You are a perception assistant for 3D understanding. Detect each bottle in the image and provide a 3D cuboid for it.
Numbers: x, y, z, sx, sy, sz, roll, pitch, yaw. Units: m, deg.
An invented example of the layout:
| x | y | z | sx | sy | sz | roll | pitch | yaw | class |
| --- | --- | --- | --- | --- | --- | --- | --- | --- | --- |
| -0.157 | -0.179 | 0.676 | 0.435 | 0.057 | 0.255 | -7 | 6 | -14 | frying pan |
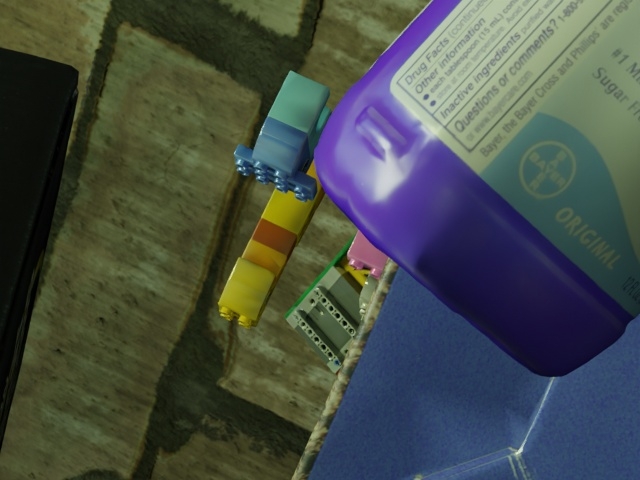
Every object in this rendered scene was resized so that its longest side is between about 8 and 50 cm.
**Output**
| x | y | z | sx | sy | sz | roll | pitch | yaw | class |
| --- | --- | --- | --- | --- | --- | --- | --- | --- | --- |
| 0.128 | -0.090 | 0.577 | 0.283 | 0.092 | 0.118 | -47 | -45 | 5 | bottle |

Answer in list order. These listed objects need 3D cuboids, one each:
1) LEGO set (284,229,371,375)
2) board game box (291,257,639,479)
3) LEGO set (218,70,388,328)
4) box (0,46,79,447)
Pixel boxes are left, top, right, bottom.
| x | y | z | sx | sy | sz | roll | pitch | yaw | class |
| --- | --- | --- | --- | --- | --- | --- | --- | --- | --- |
| 0.156 | 0.017 | 1.121 | 0.255 | 0.192 | 0.331 | -48 | -11 | 30 | LEGO set |
| 0.115 | 0.008 | 0.803 | 0.291 | 0.141 | 0.232 | -44 | -22 | -73 | board game box |
| 0.000 | 0.000 | 0.870 | 0.227 | 0.087 | 0.093 | 84 | -148 | -76 | LEGO set |
| -0.162 | 0.183 | 0.498 | 0.318 | 0.097 | 0.395 | -81 | 9 | -53 | box |
